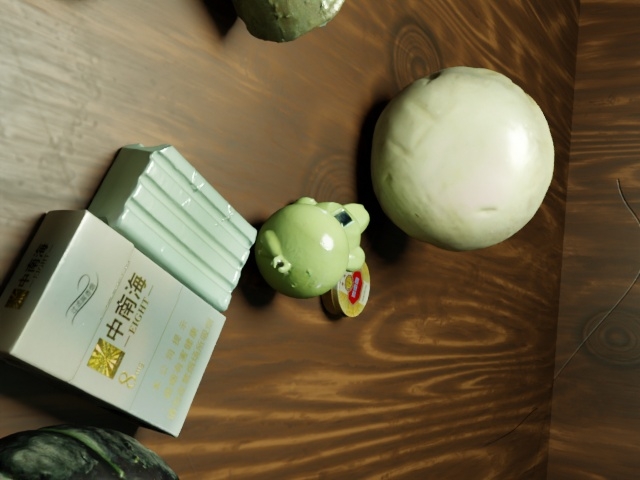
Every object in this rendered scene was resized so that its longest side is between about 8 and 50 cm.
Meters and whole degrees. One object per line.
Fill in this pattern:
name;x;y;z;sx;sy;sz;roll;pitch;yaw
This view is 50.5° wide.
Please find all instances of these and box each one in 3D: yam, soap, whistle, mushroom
yam;-0.077;-0.392;0.814;0.268;0.161;0.161;58;46;-39
soap;-0.165;-0.013;0.787;0.198;0.066;0.119;49;51;-46
whistle;-0.007;0.007;1.003;0.294;0.141;0.141;-21;110;-73
mushroom;0.221;-0.121;1.189;0.315;0.356;0.315;17;47;-19

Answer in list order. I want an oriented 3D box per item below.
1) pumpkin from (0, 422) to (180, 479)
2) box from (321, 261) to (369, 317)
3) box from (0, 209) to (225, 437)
pumpkin;-0.204;0.308;0.566;0.296;0.295;0.296;-5;96;-56
box;0.042;0.075;1.130;0.105;0.037;0.106;-4;95;-56
box;-0.216;0.094;0.717;0.243;0.067;0.155;47;53;-47
